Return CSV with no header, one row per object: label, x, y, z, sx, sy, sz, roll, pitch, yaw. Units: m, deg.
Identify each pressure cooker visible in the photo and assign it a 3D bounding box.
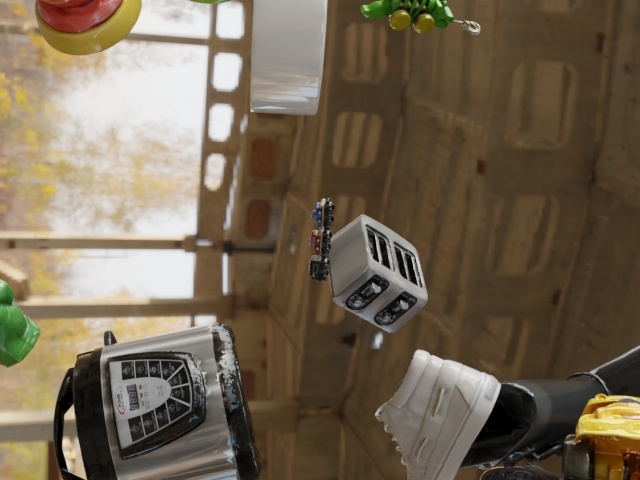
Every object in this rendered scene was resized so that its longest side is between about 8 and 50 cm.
pressure cooker,-0.358,0.391,1.944,0.370,0.421,0.375,-114,-166,-72

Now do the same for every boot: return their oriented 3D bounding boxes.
boot,0.397,0.234,1.382,0.367,0.445,0.146,-42,-124,29
boot,0.363,0.434,1.587,0.106,0.219,0.082,167,-62,-76
boot,0.127,0.250,1.170,0.095,0.123,0.258,-51,164,-59

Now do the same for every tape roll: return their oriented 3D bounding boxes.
tape roll,-0.046,-0.323,1.319,0.286,0.100,0.286,-178,-90,-86

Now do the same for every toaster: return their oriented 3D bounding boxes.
toaster,0.102,0.058,1.717,0.110,0.168,0.185,-39,-143,28

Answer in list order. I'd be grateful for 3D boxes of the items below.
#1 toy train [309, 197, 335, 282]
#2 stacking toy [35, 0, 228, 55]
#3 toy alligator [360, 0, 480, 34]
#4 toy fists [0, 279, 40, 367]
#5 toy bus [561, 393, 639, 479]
toy train,0.000,0.000,1.485,0.027,0.036,0.158,-73,170,-58
stacking toy,-0.206,-0.383,1.004,0.130,0.280,0.308,68,12,-64
toy alligator,0.149,-0.324,1.265,0.051,0.190,0.056,116,-32,-46
toy fists,-0.489,0.070,1.237,0.279,0.142,0.096,20,-115,47
toy bus,0.346,0.249,1.027,0.211,0.150,0.220,-64,153,-57
